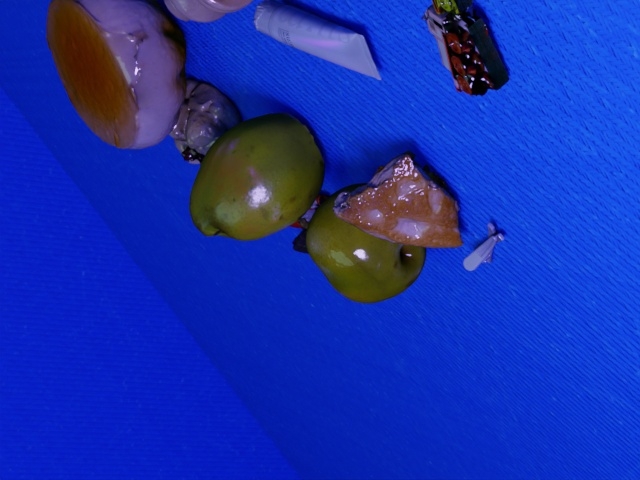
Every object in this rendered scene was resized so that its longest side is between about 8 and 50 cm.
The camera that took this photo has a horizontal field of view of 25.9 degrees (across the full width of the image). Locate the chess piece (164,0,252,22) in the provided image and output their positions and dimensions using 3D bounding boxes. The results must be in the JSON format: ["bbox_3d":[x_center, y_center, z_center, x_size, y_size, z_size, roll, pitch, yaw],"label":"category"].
[{"bbox_3d":[-0.130,-0.349,1.819,0.117,0.117,0.397,53,164,-14],"label":"chess piece"}]

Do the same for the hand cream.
[{"bbox_3d":[-0.004,-0.263,1.797,0.205,0.050,0.078,28,154,40],"label":"hand cream"}]

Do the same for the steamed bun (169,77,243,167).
[{"bbox_3d":[-0.208,-0.183,2.379,0.192,0.106,0.177,39,159,35],"label":"steamed bun"}]

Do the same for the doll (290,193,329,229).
[{"bbox_3d":[-0.031,-0.057,2.310,0.109,0.057,0.169,34,152,-9],"label":"doll"}]

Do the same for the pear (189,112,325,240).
[{"bbox_3d":[-0.100,-0.086,2.119,0.187,0.220,0.187,47,172,9],"label":"pear"}]

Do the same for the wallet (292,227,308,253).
[{"bbox_3d":[0.000,0.000,2.353,0.082,0.018,0.156,8,165,-11],"label":"wallet"}]

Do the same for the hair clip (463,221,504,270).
[{"bbox_3d":[0.220,0.011,1.861,0.030,0.039,0.115,40,160,9],"label":"hair clip"}]

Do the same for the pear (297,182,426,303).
[{"bbox_3d":[0.051,0.004,2.023,0.216,0.166,0.180,5,153,42],"label":"pear"}]

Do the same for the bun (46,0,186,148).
[{"bbox_3d":[-0.307,-0.301,2.258,0.299,0.165,0.298,40,147,33],"label":"bun"}]

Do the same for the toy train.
[{"bbox_3d":[0.135,-0.253,1.466,0.085,0.053,0.249,43,165,45],"label":"toy train"}]

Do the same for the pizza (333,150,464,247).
[{"bbox_3d":[0.110,-0.059,1.868,0.182,0.062,0.161,6,138,2],"label":"pizza"}]
